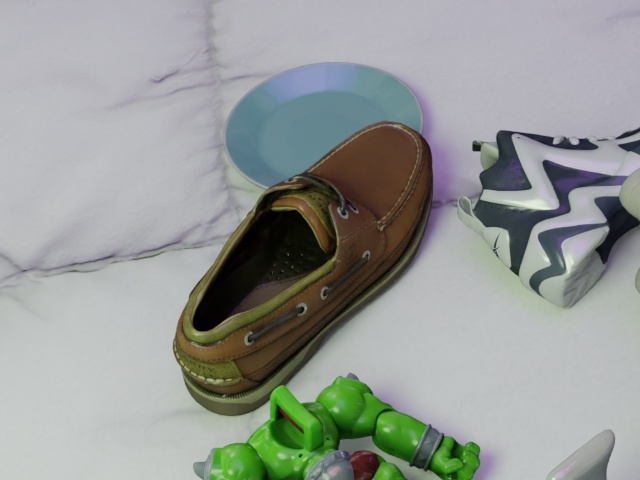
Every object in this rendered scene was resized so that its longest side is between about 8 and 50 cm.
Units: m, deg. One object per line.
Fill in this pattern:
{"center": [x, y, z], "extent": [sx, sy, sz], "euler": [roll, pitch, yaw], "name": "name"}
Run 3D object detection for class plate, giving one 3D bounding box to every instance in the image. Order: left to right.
{"center": [0.003, -0.100, 1.117], "extent": [0.188, 0.024, 0.188], "euler": [-5, 45, 5], "name": "plate"}

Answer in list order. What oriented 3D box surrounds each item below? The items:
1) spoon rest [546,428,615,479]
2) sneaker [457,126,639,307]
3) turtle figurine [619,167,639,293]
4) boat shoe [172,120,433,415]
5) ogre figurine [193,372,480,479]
{"center": [0.245, 0.243, 0.723], "extent": [0.137, 0.084, 0.276], "euler": [-32, 63, -19], "name": "spoon rest"}
{"center": [0.209, -0.065, 0.998], "extent": [0.153, 0.094, 0.235], "euler": [36, 70, 25], "name": "sneaker"}
{"center": [0.332, 0.044, 0.804], "extent": [0.275, 0.198, 0.266], "euler": [-50, 34, 18], "name": "turtle figurine"}
{"center": [0.000, 0.000, 0.951], "extent": [0.110, 0.104, 0.307], "euler": [23, 58, 21], "name": "boat shoe"}
{"center": [0.004, 0.161, 0.817], "extent": [0.197, 0.097, 0.118], "euler": [-37, 62, -9], "name": "ogre figurine"}
